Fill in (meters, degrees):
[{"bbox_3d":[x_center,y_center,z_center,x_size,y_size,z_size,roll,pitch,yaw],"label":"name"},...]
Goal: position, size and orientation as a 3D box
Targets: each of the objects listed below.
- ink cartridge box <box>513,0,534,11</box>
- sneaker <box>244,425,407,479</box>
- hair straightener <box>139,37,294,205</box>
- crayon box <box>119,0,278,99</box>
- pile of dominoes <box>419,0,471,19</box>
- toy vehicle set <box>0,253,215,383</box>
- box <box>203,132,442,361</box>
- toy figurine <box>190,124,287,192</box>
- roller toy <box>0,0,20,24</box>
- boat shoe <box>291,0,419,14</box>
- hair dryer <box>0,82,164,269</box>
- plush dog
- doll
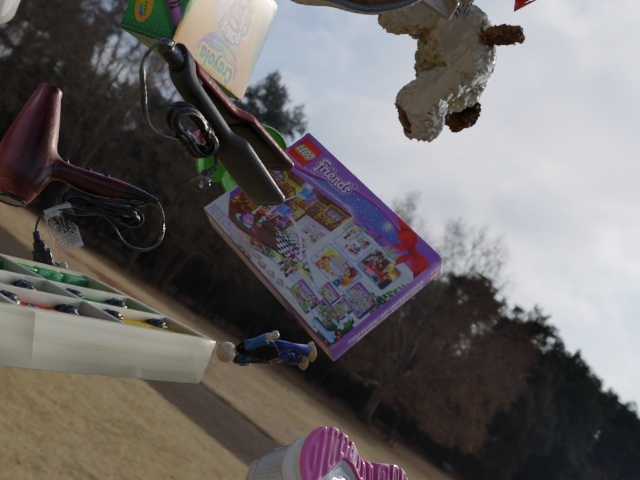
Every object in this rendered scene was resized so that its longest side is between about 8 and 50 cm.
[{"bbox_3d":[0.296,-0.380,1.066,0.063,0.115,0.029,-22,-50,36],"label":"ink cartridge box"},{"bbox_3d":[0.013,0.270,0.778,0.111,0.103,0.252,-15,-46,29],"label":"sneaker"},{"bbox_3d":[-0.087,-0.087,0.646,0.047,0.089,0.230,3,-25,21],"label":"hair straightener"},{"bbox_3d":[-0.161,-0.321,1.070,0.081,0.165,0.278,22,1,14],"label":"crayon box"},{"bbox_3d":[0.186,-0.408,0.919,0.196,0.251,0.040,53,-2,-38],"label":"pile of dominoes"},{"bbox_3d":[-0.215,0.040,0.501,0.166,0.035,0.267,20,-2,33],"label":"toy vehicle set"},{"bbox_3d":[0.000,0.000,1.072,0.293,0.201,0.057,46,-15,25],"label":"box"},{"bbox_3d":[-0.167,-0.150,1.242,0.173,0.130,0.159,1,21,-41],"label":"toy figurine"},{"bbox_3d":[-0.571,-0.455,1.206,0.191,0.146,0.209,8,31,-47],"label":"roller toy"},{"bbox_3d":[0.036,-0.312,0.882,0.183,0.066,0.066,8,-36,22],"label":"boat shoe"},{"bbox_3d":[-0.385,-0.095,1.141,0.080,0.224,0.293,-14,-82,52],"label":"hair dryer"},{"bbox_3d":[0.215,-0.297,1.211,0.211,0.262,0.225,-12,1,12],"label":"plush dog"},{"bbox_3d":[-0.104,0.206,1.393,0.189,0.046,0.129,7,-37,-27],"label":"doll"}]
